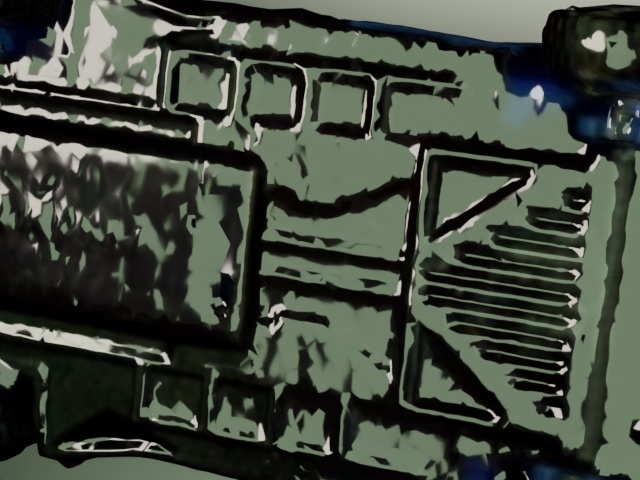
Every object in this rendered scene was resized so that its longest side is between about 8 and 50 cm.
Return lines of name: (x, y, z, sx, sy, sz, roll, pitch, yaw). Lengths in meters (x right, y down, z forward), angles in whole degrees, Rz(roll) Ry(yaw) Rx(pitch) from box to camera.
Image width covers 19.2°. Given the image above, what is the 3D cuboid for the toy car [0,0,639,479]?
toy car: (0.000, 0.000, 0.359, 0.216, 0.063, 0.103, 9, 100, 16)
